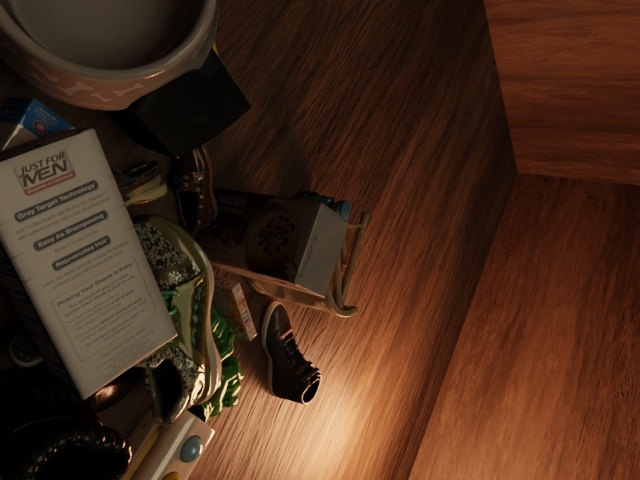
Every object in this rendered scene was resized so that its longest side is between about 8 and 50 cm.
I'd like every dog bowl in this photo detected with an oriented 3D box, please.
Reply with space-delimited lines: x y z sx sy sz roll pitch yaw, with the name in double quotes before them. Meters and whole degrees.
"dog bowl" -0.304 -0.364 0.778 0.349 0.102 0.348 -1 92 -22

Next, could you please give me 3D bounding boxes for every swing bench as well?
"swing bench" -0.041 0.039 1.340 0.165 0.253 0.254 -1 100 -57

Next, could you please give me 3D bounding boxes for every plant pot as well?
"plant pot" -0.272 -0.254 0.976 0.167 0.188 0.187 -54 142 -15

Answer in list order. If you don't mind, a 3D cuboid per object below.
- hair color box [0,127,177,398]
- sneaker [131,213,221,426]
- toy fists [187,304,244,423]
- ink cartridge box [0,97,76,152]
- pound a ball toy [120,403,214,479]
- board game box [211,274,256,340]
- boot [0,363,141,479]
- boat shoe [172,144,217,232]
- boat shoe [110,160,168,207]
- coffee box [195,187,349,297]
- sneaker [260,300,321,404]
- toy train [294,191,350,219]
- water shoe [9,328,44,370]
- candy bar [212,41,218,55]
"hair color box" -0.357 0.031 0.807 0.174 0.105 0.347 -35 121 -39
"sneaker" -0.281 0.156 1.023 0.182 0.158 0.410 -67 148 -71
"toy fists" -0.246 0.272 1.247 0.142 0.096 0.279 -39 130 -46
"ink cartridge box" -0.450 -0.080 0.836 0.134 0.078 0.231 45 62 -51
"pound a ball toy" -0.361 0.474 1.097 0.319 0.136 0.208 -59 143 -28
"board game box" -0.208 0.150 1.257 0.026 0.103 0.154 -46 135 -40
"boot" -0.373 0.278 0.899 0.348 0.260 0.131 -14 112 -55
"boat shoe" -0.259 -0.113 1.124 0.073 0.073 0.206 -42 133 -45
"boat shoe" -0.361 -0.091 0.978 0.223 0.080 0.073 -31 120 -55
"coffee box" -0.110 -0.001 1.179 0.119 0.297 0.168 32 74 -52
"sneaker" -0.069 0.303 1.480 0.105 0.147 0.295 -28 121 -48
"toy train" 0.000 0.000 1.490 0.105 0.143 0.247 -8 106 -55
"water shoe" -0.411 0.138 0.919 0.203 0.080 0.073 -31 84 -40
"candy bar" -0.216 -0.349 1.165 0.040 0.018 0.161 -44 133 -41
